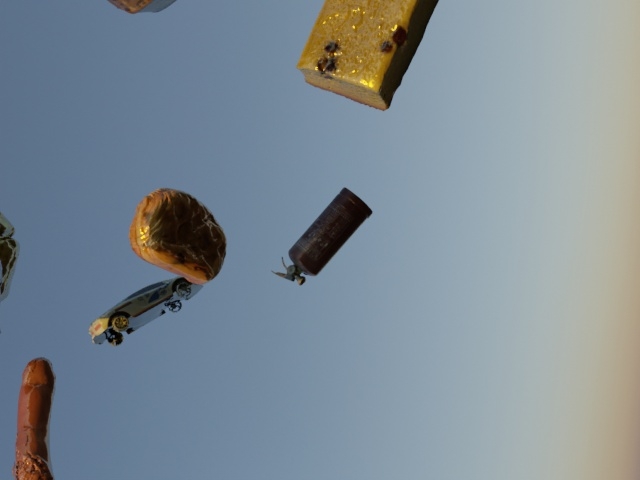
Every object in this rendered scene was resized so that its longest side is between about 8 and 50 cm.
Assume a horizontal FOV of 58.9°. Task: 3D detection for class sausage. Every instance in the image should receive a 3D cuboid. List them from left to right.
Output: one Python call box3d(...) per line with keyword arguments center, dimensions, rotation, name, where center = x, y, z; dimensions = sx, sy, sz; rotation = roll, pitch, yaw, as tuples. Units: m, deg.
box3d(center=(-0.554, 0.372, 1.103), dimensions=(0.078, 0.078, 0.304), rotation=(42, -157, -53), name="sausage")

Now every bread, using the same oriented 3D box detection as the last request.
box3d(center=(-0.136, -0.005, 0.554), dimensions=(0.110, 0.044, 0.083), rotation=(37, -132, -49), name="bread")
box3d(center=(0.102, -0.371, 0.782), dimensions=(0.361, 0.138, 0.077), rotation=(-65, -21, 1), name="bread")

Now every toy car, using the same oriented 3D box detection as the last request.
box3d(center=(-0.290, 0.111, 0.954), dimensions=(0.205, 0.095, 0.056), rotation=(-31, -100, -34), name="toy car")

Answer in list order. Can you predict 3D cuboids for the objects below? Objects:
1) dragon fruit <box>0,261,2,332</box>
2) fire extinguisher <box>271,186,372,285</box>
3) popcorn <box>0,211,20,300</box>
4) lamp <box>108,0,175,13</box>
box3d(center=(-0.467, 0.006, 0.698), dimensions=(0.100, 0.343, 0.282), rotation=(-31, -32, -31), name="dragon fruit")
box3d(center=(0.000, 0.000, 1.355), dimensions=(0.269, 0.105, 0.105), rotation=(-49, -37, 0), name="fire extinguisher")
box3d(center=(-0.717, 0.051, 1.108), dimensions=(0.258, 0.224, 0.270), rotation=(-72, 4, -48), name="popcorn")
box3d(center=(-0.243, -0.424, 0.807), dimensions=(0.161, 0.185, 0.161), rotation=(42, -144, -41), name="lamp")
